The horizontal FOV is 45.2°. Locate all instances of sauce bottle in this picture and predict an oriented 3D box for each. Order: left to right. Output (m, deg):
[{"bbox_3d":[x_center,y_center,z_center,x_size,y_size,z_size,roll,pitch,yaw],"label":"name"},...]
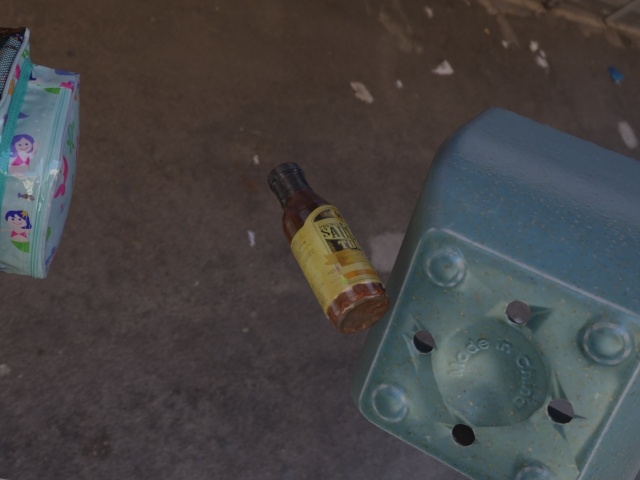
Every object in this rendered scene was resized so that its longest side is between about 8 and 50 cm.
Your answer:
[{"bbox_3d":[0.000,0.000,0.497,0.042,0.042,0.128,9,41,-45],"label":"sauce bottle"}]

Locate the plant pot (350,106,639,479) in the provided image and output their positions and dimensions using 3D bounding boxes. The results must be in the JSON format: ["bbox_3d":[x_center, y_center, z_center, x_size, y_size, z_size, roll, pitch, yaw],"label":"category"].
[{"bbox_3d":[0.156,0.058,0.574,0.247,0.247,0.252,26,21,21],"label":"plant pot"}]

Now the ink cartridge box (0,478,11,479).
[{"bbox_3d":[-0.199,0.308,0.470,0.207,0.117,0.283,-68,153,-44],"label":"ink cartridge box"}]

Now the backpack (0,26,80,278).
[{"bbox_3d":[-0.326,-0.056,0.702,0.191,0.225,0.253,15,41,-11],"label":"backpack"}]
